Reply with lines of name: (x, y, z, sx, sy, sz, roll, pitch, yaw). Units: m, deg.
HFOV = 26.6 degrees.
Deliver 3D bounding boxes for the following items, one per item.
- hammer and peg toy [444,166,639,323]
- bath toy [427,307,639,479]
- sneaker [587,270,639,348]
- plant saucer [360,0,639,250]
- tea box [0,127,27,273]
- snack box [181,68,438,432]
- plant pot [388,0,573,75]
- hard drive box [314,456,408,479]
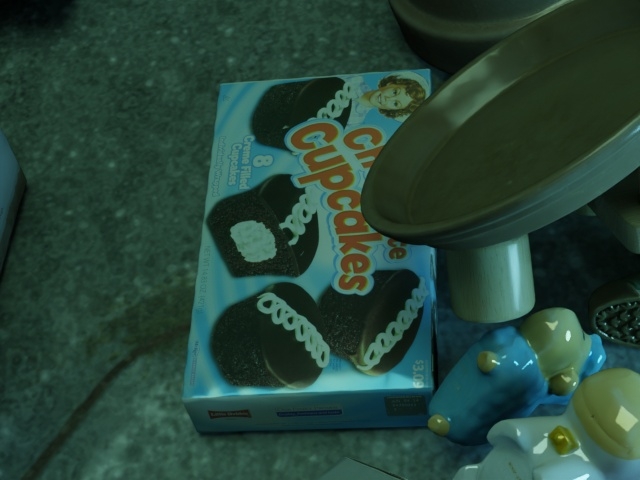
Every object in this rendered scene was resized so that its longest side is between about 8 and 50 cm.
hammer and peg toy: (0.253, -0.060, 0.986, 0.361, 0.127, 0.266, -11, 21, -2)
bath toy: (0.201, 0.205, 0.864, 0.151, 0.129, 0.348, -50, 43, 28)
sneaker: (0.296, 0.031, 1.017, 0.192, 0.064, 0.086, -2, 45, 8)
plant saucer: (0.151, -0.084, 0.931, 0.278, 0.041, 0.278, -31, 21, 14)
tea box: (-0.444, 0.014, 1.062, 0.324, 0.220, 0.329, 0, 53, 11)
snack box: (0.000, 0.000, 1.092, 0.187, 0.060, 0.322, -3, 52, 8)
plant pot: (0.147, -0.307, 1.160, 0.263, 0.229, 0.263, -16, 48, 19)
hard drive box: (-0.006, 0.273, 0.801, 0.232, 0.181, 0.089, -39, 15, -19)
